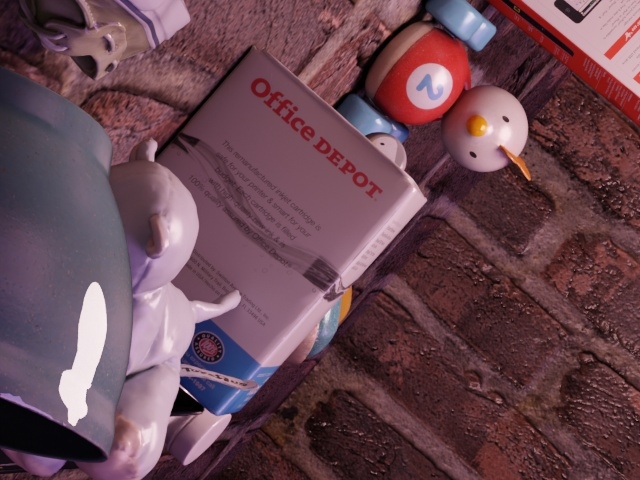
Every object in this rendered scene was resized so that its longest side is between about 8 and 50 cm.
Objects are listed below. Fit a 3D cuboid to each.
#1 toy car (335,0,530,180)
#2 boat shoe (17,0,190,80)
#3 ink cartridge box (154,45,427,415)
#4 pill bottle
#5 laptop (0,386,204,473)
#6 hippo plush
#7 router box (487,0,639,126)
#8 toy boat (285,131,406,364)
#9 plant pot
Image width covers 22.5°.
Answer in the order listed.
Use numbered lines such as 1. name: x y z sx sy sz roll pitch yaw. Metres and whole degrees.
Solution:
1. toy car: 0.185 -0.165 2.063 0.219 0.238 0.210 -50 169 9
2. boat shoe: -0.157 -0.166 1.095 0.094 0.109 0.302 -46 172 0
3. ink cartridge box: -0.074 -0.007 1.652 0.307 0.223 0.129 -48 170 3
4. pill bottle: -0.199 0.165 1.853 0.108 0.193 0.108 -46 169 -11
5. laptop: -0.270 0.203 1.593 0.234 0.136 0.264 0 138 -25
6. hippo plush: -0.180 0.058 1.389 0.294 0.234 0.236 0 136 -15
7. router box: 0.445 -0.366 2.198 0.335 0.301 0.082 -45 168 -12
8. toy boat: 0.000 0.000 2.009 0.267 0.148 0.318 -104 -154 -55
9. plant pot: -0.239 0.000 0.998 0.293 0.293 0.196 93 15 -73
